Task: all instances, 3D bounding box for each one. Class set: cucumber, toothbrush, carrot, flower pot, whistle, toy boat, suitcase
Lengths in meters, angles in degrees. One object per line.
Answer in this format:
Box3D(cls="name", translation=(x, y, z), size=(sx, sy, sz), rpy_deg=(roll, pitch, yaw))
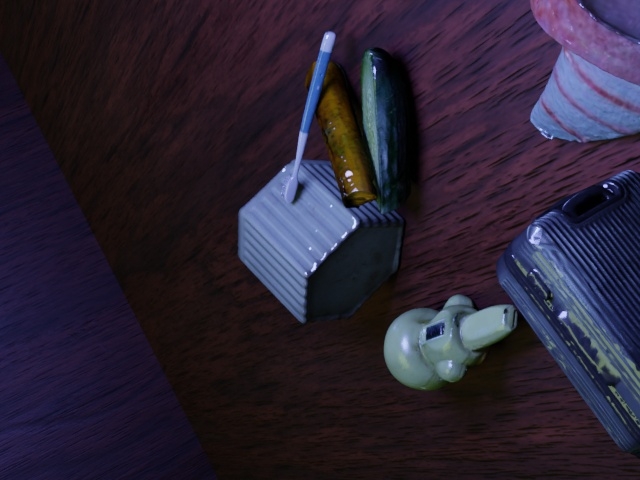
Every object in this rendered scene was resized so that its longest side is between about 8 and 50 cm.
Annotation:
Box3D(cls="cucumber", translation=(0.099, -0.171, 1.481), size=(0.115, 0.063, 0.243), rpy_deg=(-109, 10, -49))
Box3D(cls="toothbrush", translation=(-0.020, -0.187, 1.537), size=(0.025, 0.019, 0.275), rpy_deg=(49, 128, 56))
Box3D(cls="carrot", translation=(0.031, -0.165, 1.538), size=(0.070, 0.070, 0.260), rpy_deg=(112, 147, -57))
Box3D(cls="flower pot", translation=(0.000, 0.000, 1.661), size=(0.189, 0.239, 0.209), rpy_deg=(45, 178, 32))
Box3D(cls="whistle", translation=(0.211, 0.160, 1.555), size=(0.294, 0.141, 0.141), rpy_deg=(-16, 100, 46))
Box3D(cls="toy boat", translation=(0.299, -0.176, 1.113), size=(0.206, 0.096, 0.282), rpy_deg=(42, 158, 15))
Box3D(cls="suitcase", translation=(0.351, 0.087, 1.105), size=(0.312, 0.202, 0.128), rpy_deg=(55, 153, 15))
